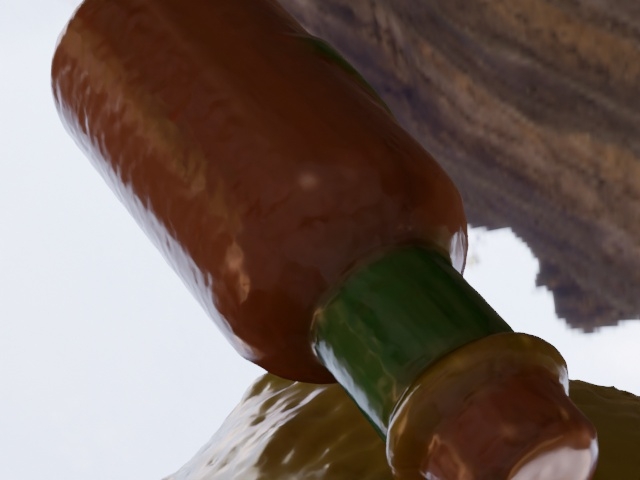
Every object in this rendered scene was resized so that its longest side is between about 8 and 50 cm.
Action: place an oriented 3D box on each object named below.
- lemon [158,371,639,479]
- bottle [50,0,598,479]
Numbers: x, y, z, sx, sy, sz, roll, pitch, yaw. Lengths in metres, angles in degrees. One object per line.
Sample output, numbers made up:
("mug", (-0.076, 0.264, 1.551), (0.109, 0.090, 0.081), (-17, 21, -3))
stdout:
("lemon", (0.048, 0.147, 0.533), (0.233, 0.288, 0.233), (-5, -75, -18))
("bottle", (0.000, 0.000, 0.442), (0.069, 0.069, 0.187), (-35, -132, -5))
